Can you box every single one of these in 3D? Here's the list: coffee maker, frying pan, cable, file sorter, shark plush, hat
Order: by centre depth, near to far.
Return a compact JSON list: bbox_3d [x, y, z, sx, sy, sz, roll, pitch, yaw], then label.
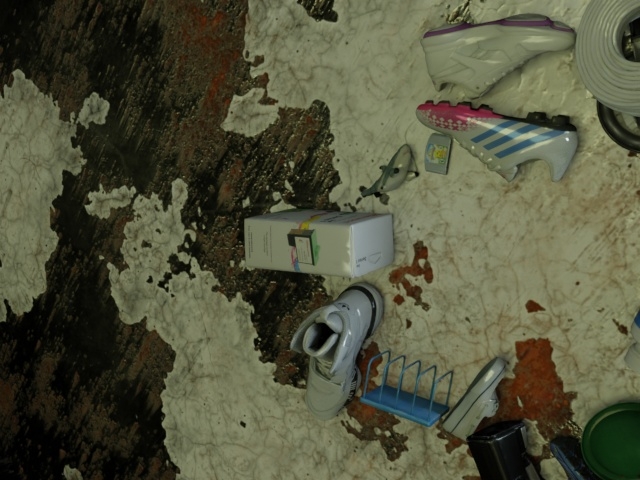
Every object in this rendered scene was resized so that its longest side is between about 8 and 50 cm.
[{"bbox_3d":[0.558,-0.343,1.246,0.257,0.089,0.257,-50,57,32],"label":"cable"},{"bbox_3d":[0.606,-0.315,1.309,0.197,0.053,0.326,14,109,29],"label":"frying pan"},{"bbox_3d":[0.593,0.407,1.340,0.208,0.183,0.173,-26,92,17],"label":"hat"},{"bbox_3d":[0.378,0.481,1.512,0.120,0.171,0.178,-23,85,40],"label":"coffee maker"},{"bbox_3d":[0.153,-0.143,1.629,0.161,0.073,0.067,-50,51,49],"label":"shark plush"},{"bbox_3d":[0.195,0.323,1.631,0.170,0.118,0.104,14,102,29],"label":"file sorter"}]

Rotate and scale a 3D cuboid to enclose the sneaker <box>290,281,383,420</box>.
[{"bbox_3d":[0.010,0.276,1.678,0.137,0.210,0.366,29,113,25],"label":"sneaker"}]

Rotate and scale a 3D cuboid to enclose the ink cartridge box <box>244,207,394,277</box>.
[{"bbox_3d":[0.000,0.000,1.641,0.278,0.201,0.117,5,101,31],"label":"ink cartridge box"}]

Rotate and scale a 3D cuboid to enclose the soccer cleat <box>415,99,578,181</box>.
[{"bbox_3d":[0.334,-0.195,1.452,0.331,0.116,0.143,15,106,28],"label":"soccer cleat"}]

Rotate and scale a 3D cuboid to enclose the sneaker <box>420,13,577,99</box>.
[{"bbox_3d":[0.349,-0.359,1.436,0.305,0.114,0.152,3,114,35],"label":"sneaker"}]

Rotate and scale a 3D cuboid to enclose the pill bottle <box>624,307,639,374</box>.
[{"bbox_3d":[0.640,0.142,1.320,0.124,0.124,0.221,27,111,25],"label":"pill bottle"}]

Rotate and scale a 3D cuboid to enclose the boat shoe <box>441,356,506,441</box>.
[{"bbox_3d":[0.348,0.343,1.572,0.076,0.083,0.226,35,127,10],"label":"boat shoe"}]

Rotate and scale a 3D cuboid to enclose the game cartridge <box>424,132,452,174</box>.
[{"bbox_3d":[0.251,-0.185,1.565,0.056,0.017,0.083,15,106,32],"label":"game cartridge"}]

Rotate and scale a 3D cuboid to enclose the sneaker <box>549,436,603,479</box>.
[{"bbox_3d":[0.532,0.501,1.479,0.087,0.083,0.221,-45,71,38],"label":"sneaker"}]
